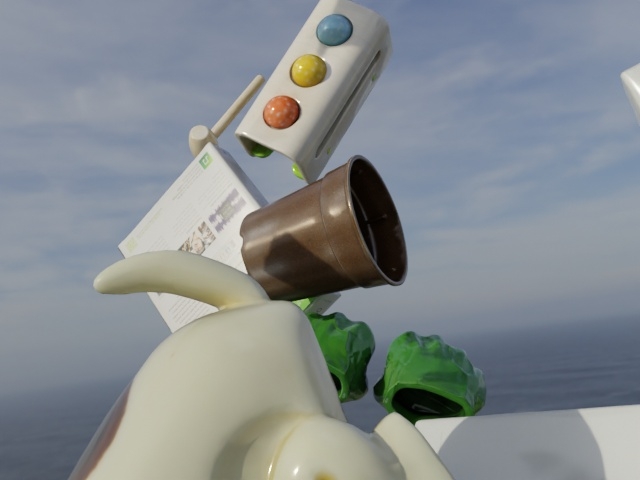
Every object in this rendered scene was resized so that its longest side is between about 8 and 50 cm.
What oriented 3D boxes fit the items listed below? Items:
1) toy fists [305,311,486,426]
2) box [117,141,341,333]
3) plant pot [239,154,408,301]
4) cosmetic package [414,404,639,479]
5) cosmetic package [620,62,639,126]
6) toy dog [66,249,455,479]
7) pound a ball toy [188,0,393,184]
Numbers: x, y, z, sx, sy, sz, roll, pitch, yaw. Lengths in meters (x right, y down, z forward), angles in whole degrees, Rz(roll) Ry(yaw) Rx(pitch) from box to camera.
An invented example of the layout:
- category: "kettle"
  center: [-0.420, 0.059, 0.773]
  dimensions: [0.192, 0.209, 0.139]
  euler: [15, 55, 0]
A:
- category: "toy fists"
  center: [0.069, 0.165, 1.013]
  dimensions: [0.279, 0.096, 0.142]
  euler: [11, 27, 10]
- category: "box"
  center: [-0.145, 0.043, 1.186]
  dimensions: [0.232, 0.322, 0.058]
  euler: [-46, -30, 14]
- category: "plant pot"
  center: [0.000, 0.000, 0.997]
  dimensions: [0.165, 0.166, 0.167]
  euler: [-19, -10, 22]
- category: "cosmetic package"
  center: [0.294, 0.275, 0.711]
  dimensions: [0.162, 0.230, 0.453]
  euler: [30, -33, -36]
- category: "cosmetic package"
  center: [0.418, -0.091, 0.492]
  dimensions: [0.385, 0.217, 0.156]
  euler: [-25, -20, 21]
- category: "toy dog"
  center: [-0.129, 0.237, 0.550]
  dimensions: [0.408, 0.395, 0.285]
  euler: [-31, 8, -22]
- category: "pound a ball toy"
  center: [-0.055, -0.240, 1.269]
  dimensions: [0.208, 0.319, 0.135]
  euler: [28, -13, 19]
